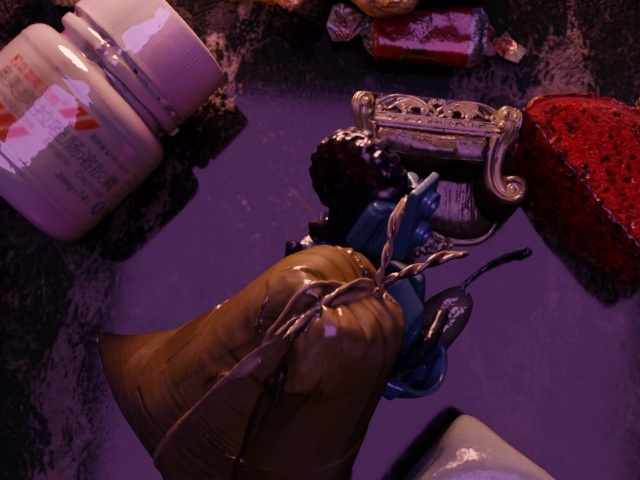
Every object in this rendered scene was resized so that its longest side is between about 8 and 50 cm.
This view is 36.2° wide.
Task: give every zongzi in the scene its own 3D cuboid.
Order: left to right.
[{"bbox_3d":[-0.125,0.091,1.155,0.467,0.218,0.500,38,127,28],"label":"zongzi"}]

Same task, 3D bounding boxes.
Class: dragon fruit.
[{"bbox_3d":[0.415,-0.069,1.340,0.205,0.152,0.317,-30,73,-21],"label":"dragon fruit"}]

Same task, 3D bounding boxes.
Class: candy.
[{"bbox_3d":[0.153,-0.297,1.415,0.292,0.059,0.086,5,84,5],"label":"candy"}]

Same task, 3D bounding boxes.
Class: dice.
[{"bbox_3d":[0.201,0.395,1.219,0.262,0.268,0.264,39,87,7],"label":"dice"}]

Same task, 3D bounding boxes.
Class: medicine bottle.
[{"bbox_3d":[-0.314,-0.185,1.329,0.325,0.256,0.256,-43,82,-5],"label":"medicine bottle"}]

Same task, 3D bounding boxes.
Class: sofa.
[{"bbox_3d":[0.143,-0.081,1.319,0.258,0.200,0.182,7,81,3],"label":"sofa"}]

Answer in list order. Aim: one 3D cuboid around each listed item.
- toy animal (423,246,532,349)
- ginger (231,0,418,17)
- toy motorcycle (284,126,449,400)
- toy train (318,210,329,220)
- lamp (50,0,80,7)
[{"bbox_3d":[0.192,0.084,1.352,0.070,0.079,0.253,44,88,-3],"label":"toy animal"},{"bbox_3d":[0.052,-0.372,1.389,0.375,0.166,0.236,-26,67,9],"label":"ginger"},{"bbox_3d":[0.074,0.054,1.223,0.232,0.416,0.172,31,47,22],"label":"toy motorcycle"},{"bbox_3d":[0.000,0.000,1.407,0.017,0.017,0.083,11,83,-3],"label":"toy train"},{"bbox_3d":[-0.342,-0.423,1.443,0.193,0.106,0.106,-41,82,-12],"label":"lamp"}]
